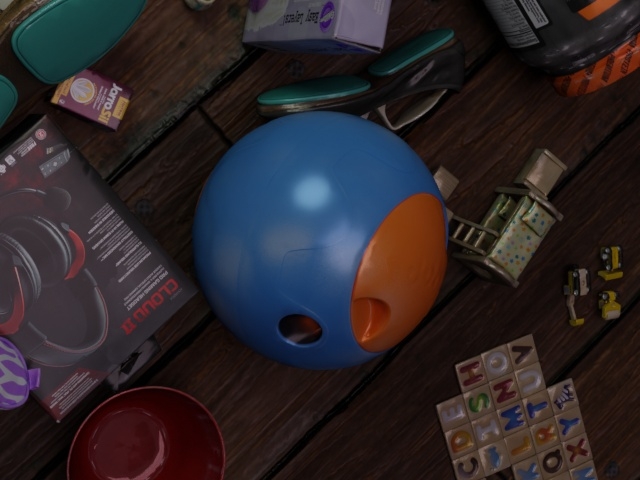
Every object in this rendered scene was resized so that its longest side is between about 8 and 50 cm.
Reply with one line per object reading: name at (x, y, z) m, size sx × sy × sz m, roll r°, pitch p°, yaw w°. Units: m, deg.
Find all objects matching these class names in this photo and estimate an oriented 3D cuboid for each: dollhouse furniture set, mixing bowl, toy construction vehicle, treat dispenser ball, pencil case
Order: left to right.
pencil case at (-0.401, 0.161, 1.489) m, size 0.088 × 0.206 × 0.086 m, roll 37°, pitch 44°, yaw -47°
mixing bowl at (-0.209, 0.248, 1.622) m, size 0.181 × 0.098 × 0.181 m, roll -2°, pitch 95°, yaw -21°
treat dispenser ball at (0.000, 0.000, 1.581) m, size 0.288 × 0.288 × 0.288 m, roll -2°, pitch 95°, yaw -21°
dollhouse furniture set at (0.217, -0.063, 1.759) m, size 0.161 × 0.101 × 0.182 m, roll 37°, pitch 81°, yaw -20°
toy construction vehicle at (0.359, 0.059, 1.867) m, size 0.086 × 0.035 × 0.098 m, roll -12°, pitch 102°, yaw -31°

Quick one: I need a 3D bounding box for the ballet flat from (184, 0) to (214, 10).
ballet flat at (-0.116, -0.346, 1.630) m, size 0.057 × 0.052 × 0.168 m, roll 12°, pitch 90°, yaw -22°

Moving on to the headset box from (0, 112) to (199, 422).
headset box at (-0.295, 0.039, 1.563) m, size 0.218 × 0.110 × 0.293 m, roll -43°, pitch 108°, yaw -13°

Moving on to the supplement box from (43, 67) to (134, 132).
supplement box at (-0.261, -0.162, 1.595) m, size 0.083 × 0.043 × 0.055 m, roll 23°, pitch 85°, yaw -22°

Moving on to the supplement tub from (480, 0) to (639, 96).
supplement tub at (0.272, -0.355, 1.699) m, size 0.207 × 0.207 × 0.338 m, roll -39°, pitch 107°, yaw -14°

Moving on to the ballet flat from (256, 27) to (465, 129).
ballet flat at (0.060, -0.168, 1.697) m, size 0.280 × 0.095 × 0.096 m, roll -22°, pitch 113°, yaw -18°

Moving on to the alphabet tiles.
alphabet tiles at (0.255, 0.251, 1.852) m, size 0.198 × 0.009 × 0.237 m, roll -20°, pitch 102°, yaw -18°

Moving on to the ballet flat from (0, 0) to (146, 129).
ballet flat at (-0.341, -0.195, 1.522) m, size 0.342 × 0.124 × 0.116 m, roll -47°, pitch 144°, yaw -7°

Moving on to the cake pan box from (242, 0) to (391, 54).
cake pan box at (0.011, -0.331, 1.567) m, size 0.070 × 0.267 × 0.246 m, roll 8°, pitch 94°, yaw -26°
